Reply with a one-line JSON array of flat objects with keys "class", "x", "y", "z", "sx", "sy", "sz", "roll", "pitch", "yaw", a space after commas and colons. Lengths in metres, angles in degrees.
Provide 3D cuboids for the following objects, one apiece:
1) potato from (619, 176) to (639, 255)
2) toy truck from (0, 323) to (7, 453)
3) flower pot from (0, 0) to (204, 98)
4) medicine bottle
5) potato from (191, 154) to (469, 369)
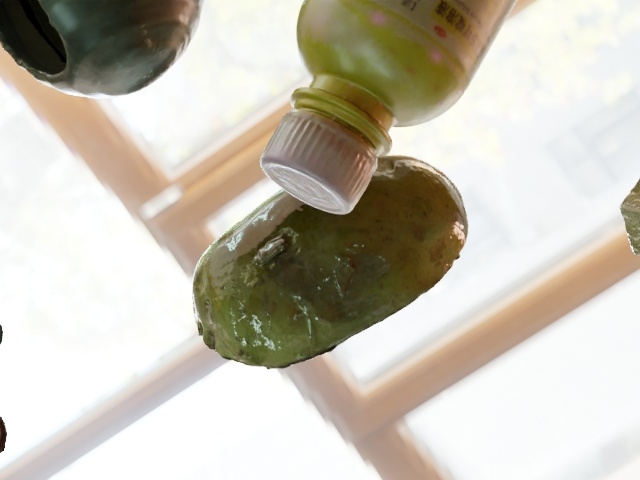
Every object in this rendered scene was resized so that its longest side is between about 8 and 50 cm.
[{"class": "potato", "x": 0.318, "y": -0.013, "z": 1.695, "sx": 0.122, "sy": 0.061, "sz": 0.086, "roll": 17, "pitch": 144, "yaw": 40}, {"class": "toy truck", "x": -0.308, "y": 0.152, "z": 1.357, "sx": 0.124, "sy": 0.253, "sz": 0.114, "roll": 39, "pitch": 166, "yaw": -27}, {"class": "flower pot", "x": -0.189, "y": -0.227, "z": 1.572, "sx": 0.243, "sy": 0.157, "sz": 0.189, "roll": 59, "pitch": 156, "yaw": 18}, {"class": "medicine bottle", "x": 0.040, "y": -0.123, "z": 1.276, "sx": 0.122, "sy": 0.212, "sz": 0.122, "roll": 27, "pitch": 166, "yaw": 7}, {"class": "potato", "x": 0.000, "y": 0.000, "z": 1.784, "sx": 0.160, "sy": 0.271, "sz": 0.111, "roll": 58, "pitch": 173, "yaw": 51}]
